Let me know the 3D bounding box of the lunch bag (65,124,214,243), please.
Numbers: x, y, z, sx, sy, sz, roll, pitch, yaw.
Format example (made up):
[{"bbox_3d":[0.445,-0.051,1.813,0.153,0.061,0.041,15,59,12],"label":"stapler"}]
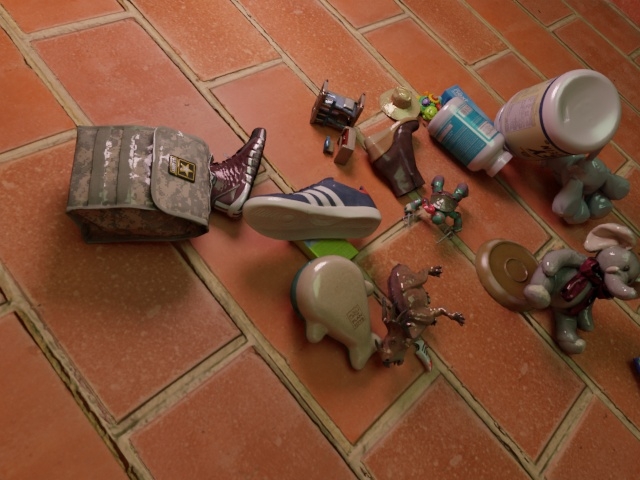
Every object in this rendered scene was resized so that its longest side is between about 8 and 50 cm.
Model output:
[{"bbox_3d":[-0.383,-0.127,1.078,0.287,0.169,0.235,-2,62,-10],"label":"lunch bag"}]

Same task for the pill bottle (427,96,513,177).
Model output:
[{"bbox_3d":[0.482,-0.322,1.551,0.264,0.146,0.146,45,56,8],"label":"pill bottle"}]

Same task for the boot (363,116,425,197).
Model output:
[{"bbox_3d":[0.258,-0.255,1.483,0.248,0.090,0.206,-32,88,-33],"label":"boot"}]

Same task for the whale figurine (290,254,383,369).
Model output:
[{"bbox_3d":[0.036,0.166,1.128,0.216,0.141,0.272,-39,104,-31],"label":"whale figurine"}]

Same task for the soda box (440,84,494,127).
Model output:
[{"bbox_3d":[0.502,-0.433,1.670,0.071,0.067,0.210,-31,75,-32],"label":"soda box"}]

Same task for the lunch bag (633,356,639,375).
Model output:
[{"bbox_3d":[0.972,0.382,1.365,0.151,0.096,0.128,-7,66,-8],"label":"lunch bag"}]

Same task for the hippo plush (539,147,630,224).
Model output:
[{"bbox_3d":[0.822,-0.209,1.602,0.294,0.234,0.236,36,19,-32],"label":"hippo plush"}]

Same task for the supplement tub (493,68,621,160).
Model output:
[{"bbox_3d":[0.704,-0.368,1.483,0.236,0.325,0.235,-1,94,-10],"label":"supplement tub"}]

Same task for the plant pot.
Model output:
[{"bbox_3d":[0.562,0.091,1.411,0.237,0.032,0.236,9,59,-15],"label":"plant pot"}]

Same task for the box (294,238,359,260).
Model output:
[{"bbox_3d":[0.000,0.000,1.243,0.109,0.042,0.178,-35,77,-34],"label":"box"}]

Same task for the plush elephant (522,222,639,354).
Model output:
[{"bbox_3d":[0.740,0.109,1.311,0.271,0.256,0.330,52,43,-18],"label":"plush elephant"}]

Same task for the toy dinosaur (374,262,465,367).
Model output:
[{"bbox_3d":[0.207,0.143,1.171,0.201,0.127,0.295,6,49,-22],"label":"toy dinosaur"}]

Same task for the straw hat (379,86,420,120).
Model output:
[{"bbox_3d":[0.266,-0.465,1.583,0.145,0.061,0.144,1,63,-3],"label":"straw hat"}]

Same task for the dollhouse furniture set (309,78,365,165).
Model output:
[{"bbox_3d":[0.044,-0.343,1.407,0.130,0.129,0.183,16,57,-12],"label":"dollhouse furniture set"}]

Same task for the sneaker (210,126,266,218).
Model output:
[{"bbox_3d":[-0.239,-0.198,1.234,0.163,0.106,0.281,17,57,-8],"label":"sneaker"}]

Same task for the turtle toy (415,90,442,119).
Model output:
[{"bbox_3d":[0.369,-0.450,1.630,0.095,0.066,0.130,18,57,-10],"label":"turtle toy"}]

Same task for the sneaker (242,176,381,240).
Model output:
[{"bbox_3d":[-0.025,-0.090,1.195,0.350,0.131,0.148,4,52,-25],"label":"sneaker"}]

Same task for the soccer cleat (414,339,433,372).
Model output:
[{"bbox_3d":[0.250,0.283,1.185,0.036,0.029,0.083,-2,59,-12],"label":"soccer cleat"}]

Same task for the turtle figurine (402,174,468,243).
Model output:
[{"bbox_3d":[0.346,-0.092,1.391,0.175,0.118,0.234,34,50,1],"label":"turtle figurine"}]
